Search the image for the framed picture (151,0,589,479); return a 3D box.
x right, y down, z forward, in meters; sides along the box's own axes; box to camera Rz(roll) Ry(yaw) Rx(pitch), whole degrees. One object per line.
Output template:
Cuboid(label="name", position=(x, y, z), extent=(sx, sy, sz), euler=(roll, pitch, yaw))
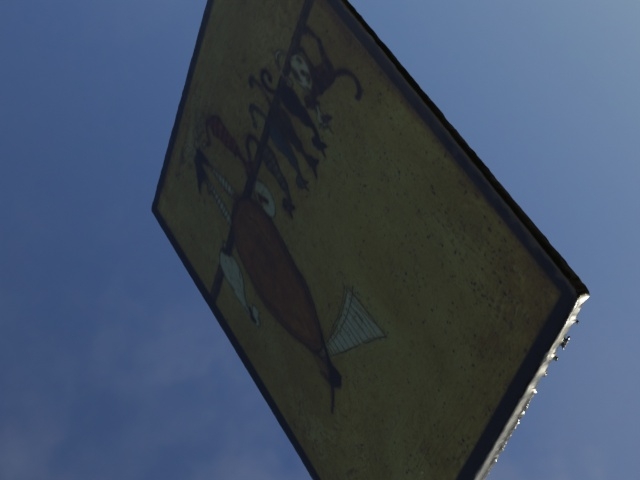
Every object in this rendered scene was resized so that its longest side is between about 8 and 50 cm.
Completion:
Cuboid(label="framed picture", position=(0.000, 0.000, 0.736), extent=(0.014, 0.255, 0.339), euler=(-10, -131, -32))
